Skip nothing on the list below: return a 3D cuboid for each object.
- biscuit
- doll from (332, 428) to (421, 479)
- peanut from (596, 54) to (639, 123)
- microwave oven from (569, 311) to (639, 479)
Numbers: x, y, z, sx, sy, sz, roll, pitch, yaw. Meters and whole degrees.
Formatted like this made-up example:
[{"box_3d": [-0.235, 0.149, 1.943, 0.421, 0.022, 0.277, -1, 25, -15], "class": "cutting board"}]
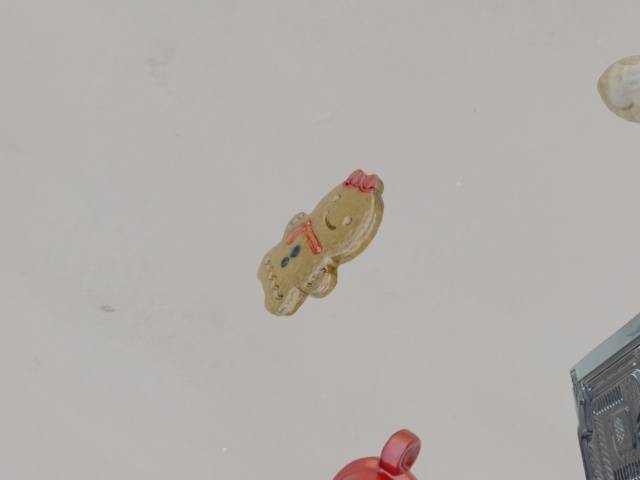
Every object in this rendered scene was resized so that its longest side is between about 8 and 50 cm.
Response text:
[{"box_3d": [0.000, 0.000, 1.097, 0.225, 0.166, 0.036, -41, 125, 18], "class": "biscuit"}, {"box_3d": [0.003, 0.322, 0.668, 0.160, 0.182, 0.363, 24, 91, 28], "class": "doll"}, {"box_3d": [0.588, -0.258, 1.333, 0.298, 0.136, 0.120, -11, 129, -13], "class": "peanut"}, {"box_3d": [0.277, 0.131, 0.592, 0.122, 0.208, 0.162, -1, 65, -5], "class": "microwave oven"}]
